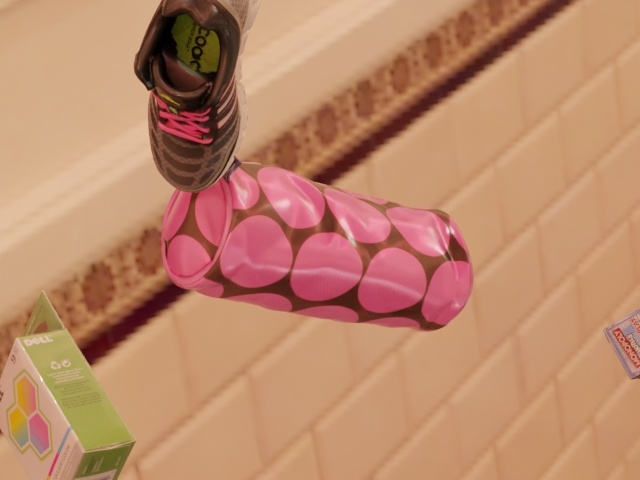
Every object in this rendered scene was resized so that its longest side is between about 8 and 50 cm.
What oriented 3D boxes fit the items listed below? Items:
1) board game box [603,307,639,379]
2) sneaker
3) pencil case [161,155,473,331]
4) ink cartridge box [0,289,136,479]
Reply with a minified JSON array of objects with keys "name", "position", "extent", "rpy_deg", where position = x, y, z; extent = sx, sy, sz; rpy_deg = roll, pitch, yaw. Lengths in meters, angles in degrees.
[{"name":"board game box","position":[0.371,0.079,1.692],"extent":[0.194,0.060,0.194],"rpy_deg":[-26,-16,-4]},{"name":"sneaker","position":[-0.078,-0.091,1.008],"extent":[0.063,0.170,0.075],"rpy_deg":[22,39,10]},{"name":"pencil case","position":[0.000,0.000,1.150],"extent":[0.209,0.095,0.098],"rpy_deg":[15,41,-34]},{"name":"ink cartridge box","position":[-0.271,0.162,1.705],"extent":[0.062,0.109,0.209],"rpy_deg":[-9,50,-38]}]
